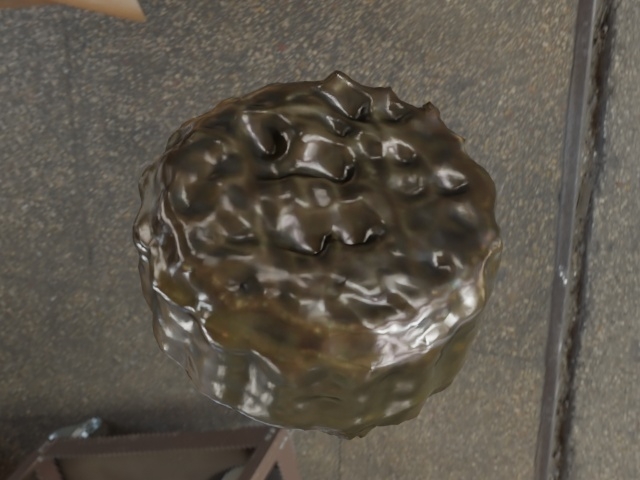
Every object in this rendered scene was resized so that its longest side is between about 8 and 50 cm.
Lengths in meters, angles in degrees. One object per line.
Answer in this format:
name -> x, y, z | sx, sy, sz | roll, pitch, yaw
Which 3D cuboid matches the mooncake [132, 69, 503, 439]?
mooncake -> 0.000, 0.000, 0.616 | 0.228, 0.228, 0.124 | 26, 147, 6
